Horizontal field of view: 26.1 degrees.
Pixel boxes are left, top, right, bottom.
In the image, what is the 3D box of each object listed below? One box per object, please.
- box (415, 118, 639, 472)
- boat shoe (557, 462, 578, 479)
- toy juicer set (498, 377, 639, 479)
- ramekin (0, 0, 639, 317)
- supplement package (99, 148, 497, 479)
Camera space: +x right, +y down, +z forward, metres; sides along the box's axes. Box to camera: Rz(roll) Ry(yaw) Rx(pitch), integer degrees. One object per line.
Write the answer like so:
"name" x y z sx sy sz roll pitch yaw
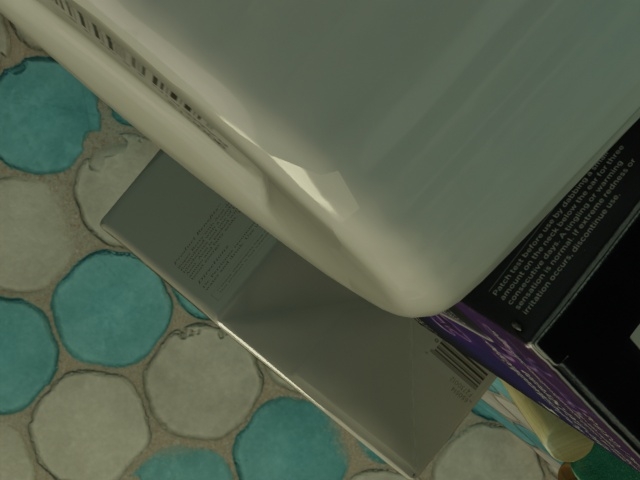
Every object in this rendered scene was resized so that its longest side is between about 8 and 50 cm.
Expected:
"box" 0.097 0.002 0.630 0.153 0.108 0.207 42 174 -38
"boat shoe" 0.374 0.291 1.331 0.302 0.098 0.109 39 150 21
"toy juicer set" 0.215 0.169 0.837 0.329 0.089 0.209 29 -169 5
"ramekin" -0.021 -0.099 0.421 0.277 0.135 0.277 38 175 4
"supplement package" 0.000 0.000 0.930 0.175 0.177 0.293 41 175 -24
